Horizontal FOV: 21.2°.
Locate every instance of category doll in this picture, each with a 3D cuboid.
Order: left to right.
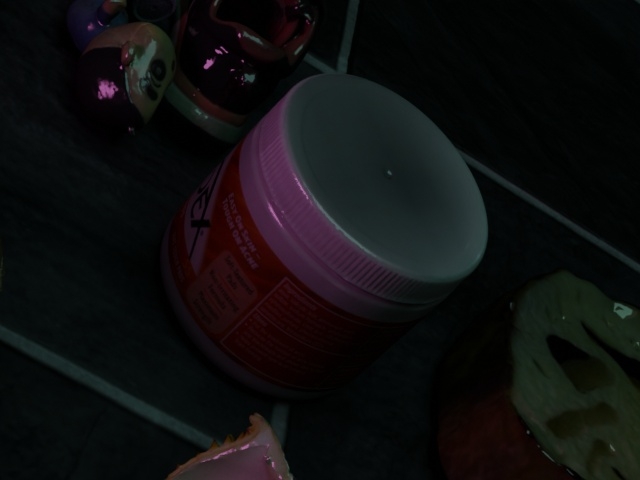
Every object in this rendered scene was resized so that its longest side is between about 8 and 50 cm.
[{"bbox_3d":[-0.166,-0.161,1.434,0.088,0.102,0.179,-11,58,2],"label":"doll"}]

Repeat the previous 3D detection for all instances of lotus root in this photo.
[{"bbox_3d":[0.273,0.201,1.494,0.375,0.111,0.390,-6,57,-47],"label":"lotus root"}]

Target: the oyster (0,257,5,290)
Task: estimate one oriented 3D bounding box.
[{"bbox_3d":[-0.270,0.005,1.225,0.086,0.029,0.132,15,50,-26],"label":"oyster"}]

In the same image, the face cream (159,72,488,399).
[{"bbox_3d":[0.000,0.000,1.350,0.201,0.187,0.201,25,42,-25],"label":"face cream"}]

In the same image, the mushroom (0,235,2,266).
[{"bbox_3d":[-0.341,-0.020,1.089,0.278,0.146,0.278,16,51,-21],"label":"mushroom"}]

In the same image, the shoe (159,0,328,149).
[{"bbox_3d":[-0.062,-0.212,1.528,0.114,0.137,0.291,33,38,-17],"label":"shoe"}]

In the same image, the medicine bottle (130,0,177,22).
[{"bbox_3d":[-0.171,-0.291,1.565,0.090,0.054,0.208,11,49,-37],"label":"medicine bottle"}]

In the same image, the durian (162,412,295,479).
[{"bbox_3d":[-0.061,0.244,1.114,0.144,0.139,0.252,19,45,-24],"label":"durian"}]
